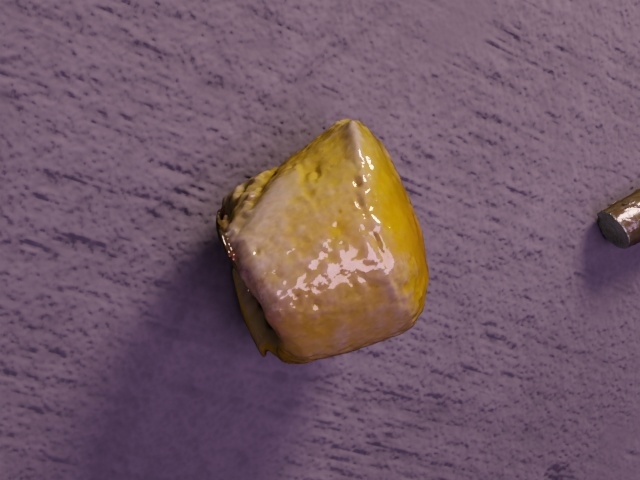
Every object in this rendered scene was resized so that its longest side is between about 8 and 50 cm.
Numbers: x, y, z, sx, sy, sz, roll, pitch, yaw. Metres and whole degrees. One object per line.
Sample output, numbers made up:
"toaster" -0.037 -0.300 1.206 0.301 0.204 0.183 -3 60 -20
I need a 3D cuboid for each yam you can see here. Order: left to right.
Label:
"yam" 0.361 -0.038 1.094 0.132 0.054 0.054 -28 112 -16

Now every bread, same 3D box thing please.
"bread" 0.003 0.003 0.869 0.170 0.197 0.197 -22 110 -8
